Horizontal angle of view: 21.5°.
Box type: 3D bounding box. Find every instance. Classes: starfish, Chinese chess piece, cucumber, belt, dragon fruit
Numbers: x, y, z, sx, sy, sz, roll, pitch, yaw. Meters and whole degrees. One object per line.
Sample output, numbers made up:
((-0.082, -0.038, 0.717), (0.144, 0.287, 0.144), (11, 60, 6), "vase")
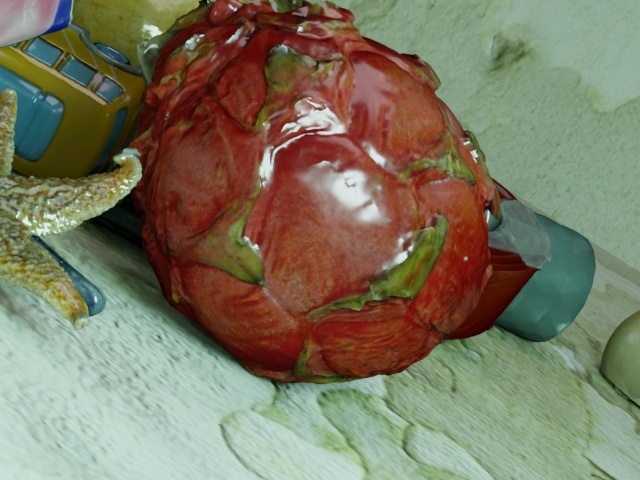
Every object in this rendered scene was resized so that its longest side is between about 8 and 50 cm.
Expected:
((-0.244, -0.038, 1.157), (0.295, 0.048, 0.231), (24, 34, 17), "starfish")
((0.472, 0.183, 2.108), (0.250, 0.097, 0.251), (30, 11, -7), "Chinese chess piece")
((-0.142, -0.022, 1.443), (0.115, 0.062, 0.116), (30, -3, -9), "cucumber")
((0.097, -0.006, 1.754), (0.323, 0.115, 0.227), (16, 34, -33), "belt")
((-0.009, -0.032, 1.284), (0.342, 0.277, 0.277), (52, 7, -12), "dragon fruit")

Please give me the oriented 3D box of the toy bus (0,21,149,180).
((-0.261, -0.130, 1.457), (0.209, 0.126, 0.136), (30, 19, -5), "toy bus")

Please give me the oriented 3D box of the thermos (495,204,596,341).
((0.173, 0.019, 1.970), (0.286, 0.145, 0.182), (24, 46, -25), "thermos")

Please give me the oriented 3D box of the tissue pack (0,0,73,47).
((-0.354, -0.223, 1.306), (0.269, 0.137, 0.209), (-19, 41, -33), "tissue pack")

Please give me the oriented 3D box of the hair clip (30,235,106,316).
((-0.253, -0.027, 1.239), (0.275, 0.048, 0.083), (44, 14, 32), "hair clip")

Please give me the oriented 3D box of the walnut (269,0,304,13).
((-0.135, -0.253, 2.105), (0.282, 0.227, 0.283), (0, 43, 0), "walnut")

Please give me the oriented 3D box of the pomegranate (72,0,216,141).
((-0.186, -0.194, 1.645), (0.260, 0.260, 0.260), (30, 10, -6), "pomegranate")
